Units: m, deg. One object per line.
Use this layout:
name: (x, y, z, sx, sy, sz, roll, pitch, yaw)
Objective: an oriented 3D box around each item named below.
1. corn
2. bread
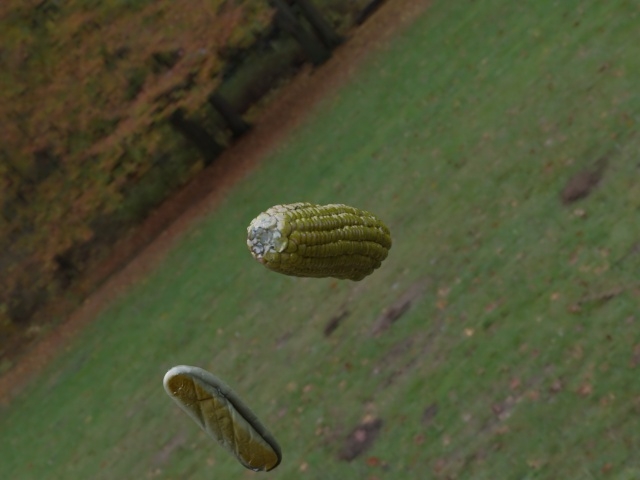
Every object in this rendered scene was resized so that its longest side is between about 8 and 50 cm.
corn: (0.000, 0.000, 1.360, 0.101, 0.101, 0.291, -40, -19, 20)
bread: (-0.134, 0.245, 1.603, 0.073, 0.214, 0.053, -38, 18, 17)
